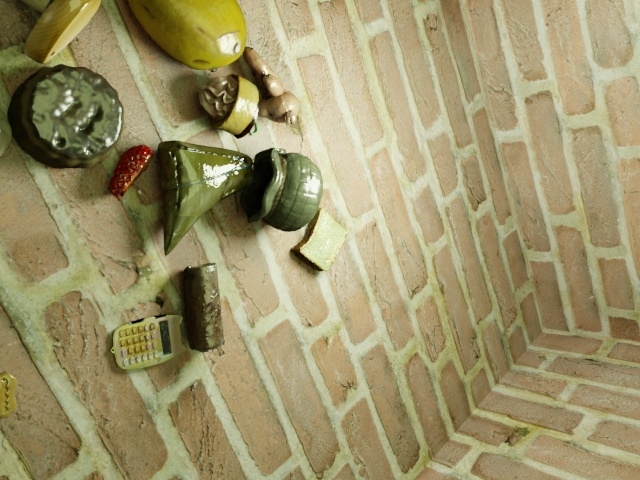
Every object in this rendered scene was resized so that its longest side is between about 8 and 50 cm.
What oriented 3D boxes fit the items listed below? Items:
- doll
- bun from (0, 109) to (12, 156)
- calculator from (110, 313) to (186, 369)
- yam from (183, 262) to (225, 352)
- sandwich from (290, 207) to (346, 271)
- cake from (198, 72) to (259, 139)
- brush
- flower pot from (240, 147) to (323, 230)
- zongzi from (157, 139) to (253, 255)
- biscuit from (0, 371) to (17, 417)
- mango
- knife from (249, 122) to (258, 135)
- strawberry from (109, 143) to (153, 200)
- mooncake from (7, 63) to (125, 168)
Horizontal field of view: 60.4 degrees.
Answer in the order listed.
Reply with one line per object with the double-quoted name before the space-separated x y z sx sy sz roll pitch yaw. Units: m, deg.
"doll" -0.202 -0.534 1.950 0.156 0.201 0.303 -37 112 7
"bun" -0.876 -0.283 1.393 0.172 0.120 0.173 1 88 -42
"calculator" -0.545 0.318 1.737 0.236 0.033 0.157 -9 97 -37
"yam" -0.386 0.217 1.807 0.131 0.131 0.280 -7 93 -40
"sandwich" 0.000 0.000 2.167 0.186 0.065 0.215 37 67 -35
"cake" -0.318 -0.453 1.817 0.178 0.185 0.208 7 97 -38
"brush" -0.738 -0.625 1.487 0.166 0.174 0.267 38 83 -20
"flower pot" -0.137 -0.179 1.919 0.213 0.302 0.302 14 81 -27
"zongzi" -0.369 -0.128 1.791 0.323 0.160 0.361 2 89 -39
"biscuit" -0.913 0.418 1.425 0.225 0.036 0.166 2 91 -40
"mango" -0.423 -0.733 1.705 0.445 0.220 0.301 49 64 -26
"knife" -0.267 -0.484 1.967 0.054 0.015 0.212 -33 111 -35
"strawberry" -0.575 -0.216 1.646 0.082 0.121 0.188 37 66 -13
"mooncake" -0.689 -0.338 1.521 0.290 0.161 0.290 -3 94 -40
